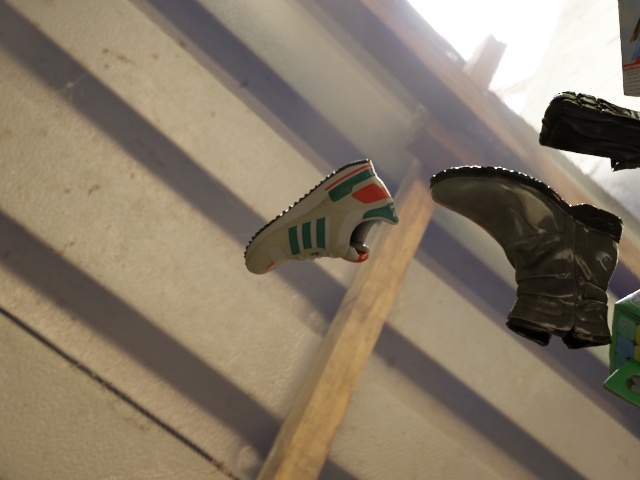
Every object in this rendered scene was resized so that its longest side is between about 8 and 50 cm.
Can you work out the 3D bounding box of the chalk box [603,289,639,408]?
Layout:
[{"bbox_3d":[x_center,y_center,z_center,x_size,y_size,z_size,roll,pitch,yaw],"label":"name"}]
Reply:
[{"bbox_3d":[0.433,0.131,0.943,0.213,0.132,0.132,-23,-57,-25],"label":"chalk box"}]

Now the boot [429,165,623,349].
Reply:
[{"bbox_3d":[0.225,0.023,0.874,0.247,0.083,0.161,18,-109,-13],"label":"boot"}]

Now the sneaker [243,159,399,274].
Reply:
[{"bbox_3d":[0.000,0.000,0.717,0.075,0.161,0.057,56,-155,9],"label":"sneaker"}]

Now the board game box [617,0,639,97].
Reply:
[{"bbox_3d":[0.683,-0.435,1.394,0.066,0.319,0.317,-5,-88,-43],"label":"board game box"}]

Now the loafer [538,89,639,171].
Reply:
[{"bbox_3d":[0.384,-0.122,0.990,0.223,0.078,0.076,16,-145,5],"label":"loafer"}]
